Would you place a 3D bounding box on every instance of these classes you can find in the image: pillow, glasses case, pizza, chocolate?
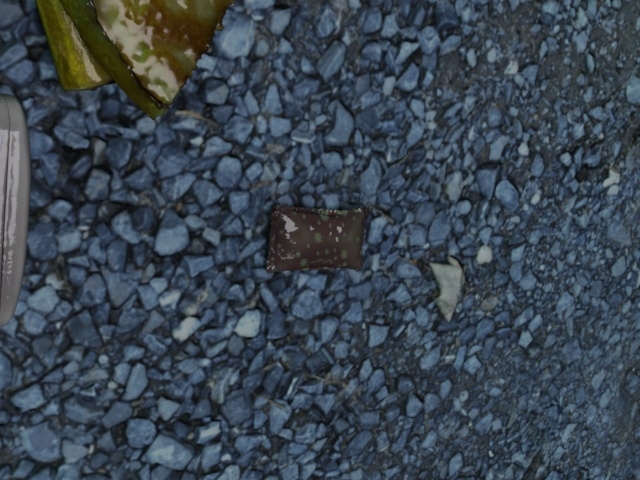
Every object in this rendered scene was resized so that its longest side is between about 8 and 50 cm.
[{"bbox_3d":[0.000,0.000,1.484,0.185,0.043,0.118,-3,111,-31],"label":"pillow"},{"bbox_3d":[-0.407,-0.036,1.173,0.075,0.113,0.296,0,106,-31],"label":"glasses case"},{"bbox_3d":[-0.172,-0.407,1.185,0.406,0.130,0.439,-29,111,-35],"label":"pizza"},{"bbox_3d":[-0.318,-0.296,1.160,0.086,0.086,0.219,-26,117,-22],"label":"chocolate"}]
